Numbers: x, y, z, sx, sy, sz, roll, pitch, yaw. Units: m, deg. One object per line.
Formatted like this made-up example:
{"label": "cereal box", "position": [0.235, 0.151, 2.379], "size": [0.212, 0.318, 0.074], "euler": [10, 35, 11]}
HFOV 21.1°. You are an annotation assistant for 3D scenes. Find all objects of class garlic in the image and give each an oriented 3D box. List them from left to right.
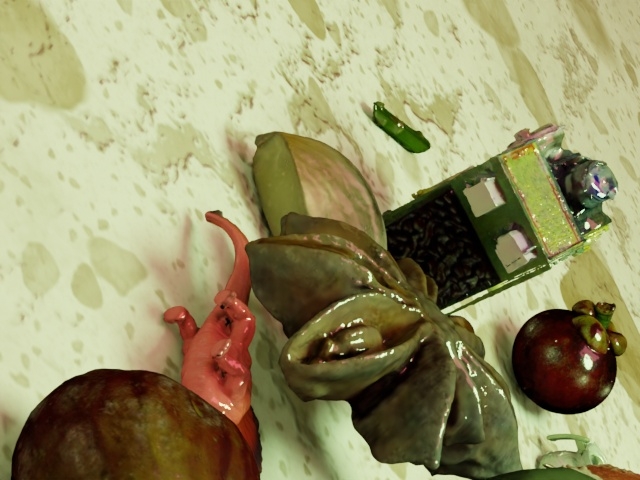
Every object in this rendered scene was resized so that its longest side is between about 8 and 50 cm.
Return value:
{"label": "garlic", "position": [0.007, -0.008, 1.565], "size": [0.101, 0.087, 0.196], "euler": [-5, 73, -48]}

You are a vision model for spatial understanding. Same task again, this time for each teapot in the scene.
{"label": "teapot", "position": [0.271, 0.240, 1.832], "size": [0.064, 0.064, 0.083], "euler": [29, 42, -51]}

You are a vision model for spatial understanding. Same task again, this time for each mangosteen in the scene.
{"label": "mangosteen", "position": [0.277, 0.121, 1.874], "size": [0.140, 0.140, 0.140], "euler": [43, 32, -36]}

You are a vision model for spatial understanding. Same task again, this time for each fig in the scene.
{"label": "fig", "position": [-0.103, 0.206, 1.063], "size": [0.170, 0.145, 0.274], "euler": [40, 20, -38]}

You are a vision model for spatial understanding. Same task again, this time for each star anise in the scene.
{"label": "star anise", "position": [0.061, 0.098, 1.393], "size": [0.315, 0.108, 0.315], "euler": [47, 16, -17]}

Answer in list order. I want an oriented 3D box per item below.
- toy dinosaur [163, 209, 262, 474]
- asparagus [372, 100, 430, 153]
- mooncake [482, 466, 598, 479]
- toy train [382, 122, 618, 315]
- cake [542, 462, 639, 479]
{"label": "toy dinosaur", "position": [-0.066, 0.104, 1.357], "size": [0.286, 0.070, 0.139], "euler": [-85, 150, -55]}
{"label": "asparagus", "position": [0.084, -0.125, 1.880], "size": [0.108, 0.021, 0.025], "euler": [34, 34, -45]}
{"label": "mooncake", "position": [0.163, 0.363, 1.339], "size": [0.356, 0.194, 0.356], "euler": [30, 48, -41]}
{"label": "toy train", "position": [0.159, -0.016, 1.673], "size": [0.177, 0.261, 0.134], "euler": [-23, 86, -47]}
{"label": "cake", "position": [0.252, 0.335, 1.581], "size": [0.151, 0.177, 0.283], "euler": [11, 58, -58]}
